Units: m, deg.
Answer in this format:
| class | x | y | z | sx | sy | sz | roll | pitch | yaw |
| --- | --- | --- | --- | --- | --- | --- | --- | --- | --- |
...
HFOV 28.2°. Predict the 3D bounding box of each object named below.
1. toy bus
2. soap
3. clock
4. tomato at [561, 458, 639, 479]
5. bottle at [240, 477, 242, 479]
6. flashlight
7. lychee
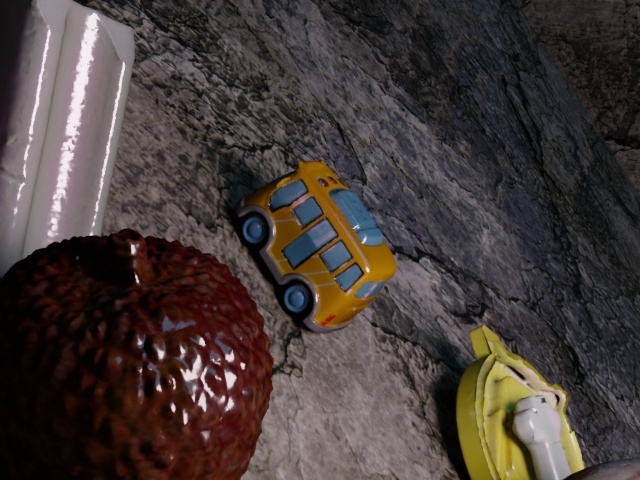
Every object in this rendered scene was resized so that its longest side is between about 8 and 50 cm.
| class | x | y | z | sx | sy | sz | roll | pitch | yaw |
| --- | --- | --- | --- | --- | --- | --- | --- | --- | --- |
| toy bus | 0.000 | 0.000 | 1.609 | 0.209 | 0.136 | 0.126 | 57 | 25 | 13 |
| soap | -0.337 | -0.111 | 1.298 | 0.159 | 0.258 | 0.302 | 11 | 90 | -56 |
| clock | 0.270 | 0.289 | 1.757 | 0.277 | 0.071 | 0.293 | 42 | 37 | -30 |
| tomato | 0.373 | 0.409 | 1.486 | 0.317 | 0.317 | 0.282 | 31 | 40 | -38 |
| bottle | -0.110 | 0.234 | 1.171 | 0.082 | 0.082 | 0.286 | 30 | 32 | -38 |
| flashlight | 0.303 | 0.304 | 1.682 | 0.093 | 0.047 | 0.200 | 5 | 66 | -54 |
| lychee | -0.163 | 0.117 | 1.063 | 0.260 | 0.261 | 0.260 | 39 | 28 | -25 |
